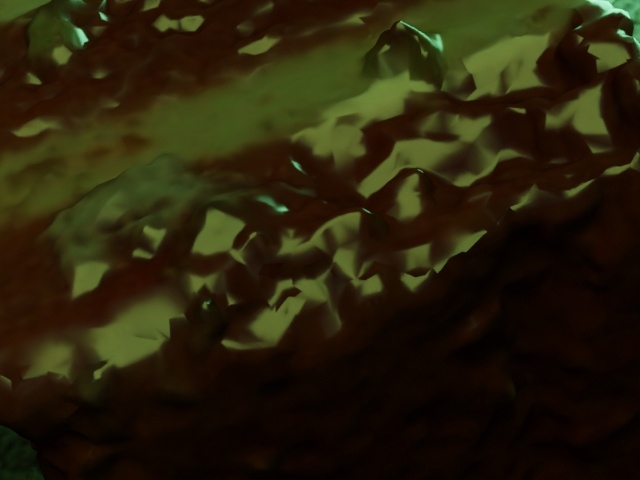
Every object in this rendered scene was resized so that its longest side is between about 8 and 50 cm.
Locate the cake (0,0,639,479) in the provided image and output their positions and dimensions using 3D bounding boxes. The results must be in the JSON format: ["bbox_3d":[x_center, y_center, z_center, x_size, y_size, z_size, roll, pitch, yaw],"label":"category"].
[{"bbox_3d":[0.000,0.000,0.824,0.269,0.270,0.319,-21,43,-2],"label":"cake"}]
